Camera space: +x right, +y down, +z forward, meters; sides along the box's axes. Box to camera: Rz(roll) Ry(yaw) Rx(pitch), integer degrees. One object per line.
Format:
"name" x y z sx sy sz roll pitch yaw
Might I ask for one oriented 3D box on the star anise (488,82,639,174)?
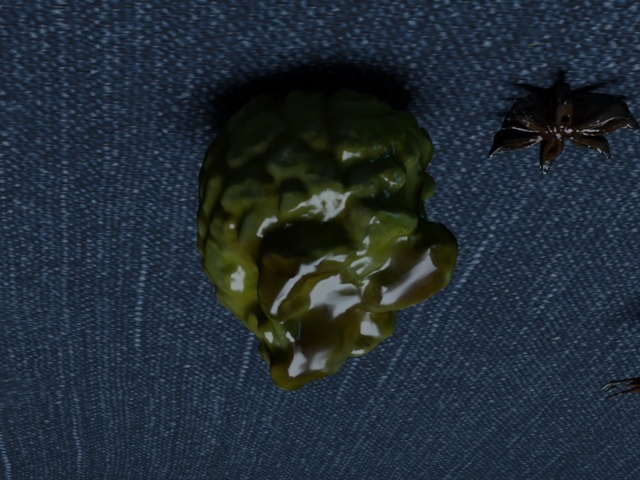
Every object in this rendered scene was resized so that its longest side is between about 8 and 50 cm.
"star anise" 0.214 -0.104 1.665 0.141 0.042 0.141 -1 158 -1

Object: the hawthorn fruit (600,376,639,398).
"hawthorn fruit" 0.481 0.168 2.287 0.299 0.211 0.211 -1 164 27

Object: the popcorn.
"popcorn" 0.000 0.000 1.632 0.237 0.251 0.206 -12 166 36
